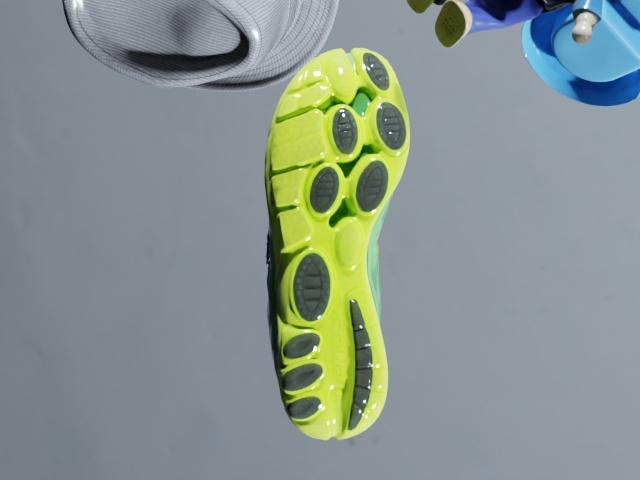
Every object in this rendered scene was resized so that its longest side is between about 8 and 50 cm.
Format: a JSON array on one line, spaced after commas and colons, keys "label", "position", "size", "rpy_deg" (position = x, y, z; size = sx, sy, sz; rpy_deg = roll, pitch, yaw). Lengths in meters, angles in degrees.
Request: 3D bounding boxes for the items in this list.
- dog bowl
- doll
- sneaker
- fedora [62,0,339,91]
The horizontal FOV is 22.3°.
[{"label": "dog bowl", "position": [0.369, -0.262, 1.884], "size": [0.166, 0.074, 0.297], "rpy_deg": [44, 142, -19]}, {"label": "doll", "position": [0.159, -0.195, 1.211], "size": [0.129, 0.189, 0.046], "rpy_deg": [52, 148, 22]}, {"label": "sneaker", "position": [0.000, 0.000, 1.233], "size": [0.109, 0.123, 0.295], "rpy_deg": [5, 89, -11]}, {"label": "fedora", "position": [-0.127, -0.224, 1.501], "size": [0.275, 0.124, 0.243], "rpy_deg": [22, 127, -2]}]
